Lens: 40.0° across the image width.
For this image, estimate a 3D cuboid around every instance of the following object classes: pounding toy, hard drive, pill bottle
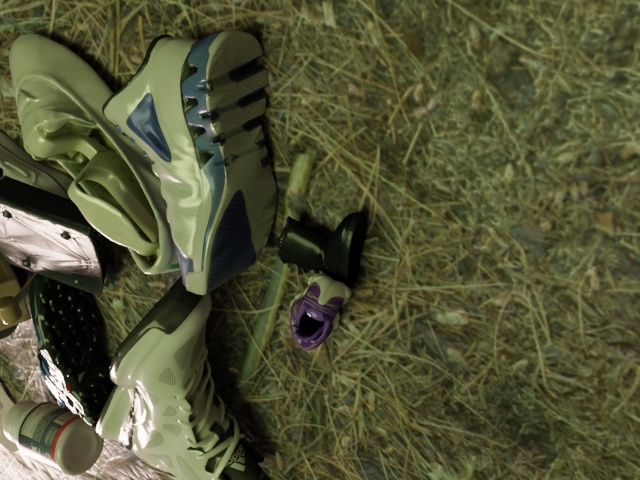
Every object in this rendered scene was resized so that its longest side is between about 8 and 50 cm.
[{"bbox_3d":[-0.529,0.105,1.457,0.206,0.181,0.094,37,142,53],"label":"pounding toy"},{"bbox_3d":[-0.387,-0.004,1.262,0.172,0.054,0.254,20,156,-2],"label":"hard drive"},{"bbox_3d":[-0.502,0.361,1.637,0.180,0.108,0.108,11,123,34],"label":"pill bottle"}]

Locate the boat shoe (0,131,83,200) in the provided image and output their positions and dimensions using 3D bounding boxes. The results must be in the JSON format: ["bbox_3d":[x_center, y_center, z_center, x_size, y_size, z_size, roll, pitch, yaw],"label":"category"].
[{"bbox_3d":[-0.455,-0.076,1.331,0.258,0.084,0.095,31,132,20],"label":"boat shoe"}]

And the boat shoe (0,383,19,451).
[{"bbox_3d":[-0.662,0.346,1.790,0.063,0.066,0.184,-5,117,56],"label":"boat shoe"}]

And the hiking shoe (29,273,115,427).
[{"bbox_3d":[-0.434,0.180,1.461,0.132,0.113,0.304,9,122,34],"label":"hiking shoe"}]

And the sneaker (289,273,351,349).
[{"bbox_3d":[-0.015,0.100,1.085,0.068,0.071,0.170,28,152,6],"label":"sneaker"}]

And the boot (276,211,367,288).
[{"bbox_3d":[0.000,-0.001,1.046,0.099,0.045,0.121,26,137,19],"label":"boot"}]

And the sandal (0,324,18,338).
[{"bbox_3d":[-0.619,0.061,1.553,0.054,0.097,0.254,29,138,58],"label":"sandal"}]

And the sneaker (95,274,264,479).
[{"bbox_3d":[-0.166,0.233,1.278,0.257,0.169,0.447,34,142,4],"label":"sneaker"}]

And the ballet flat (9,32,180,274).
[{"bbox_3d":[-0.300,-0.113,1.150,0.400,0.139,0.139,47,136,4],"label":"ballet flat"}]

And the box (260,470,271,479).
[{"bbox_3d":[-0.096,0.410,1.408,0.067,0.018,0.083,44,135,7],"label":"box"}]

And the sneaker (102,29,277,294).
[{"bbox_3d":[-0.160,-0.110,1.060,0.182,0.127,0.315,20,121,32],"label":"sneaker"}]
